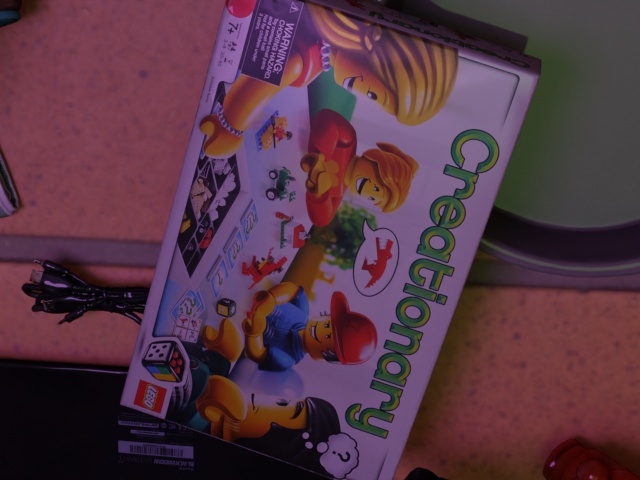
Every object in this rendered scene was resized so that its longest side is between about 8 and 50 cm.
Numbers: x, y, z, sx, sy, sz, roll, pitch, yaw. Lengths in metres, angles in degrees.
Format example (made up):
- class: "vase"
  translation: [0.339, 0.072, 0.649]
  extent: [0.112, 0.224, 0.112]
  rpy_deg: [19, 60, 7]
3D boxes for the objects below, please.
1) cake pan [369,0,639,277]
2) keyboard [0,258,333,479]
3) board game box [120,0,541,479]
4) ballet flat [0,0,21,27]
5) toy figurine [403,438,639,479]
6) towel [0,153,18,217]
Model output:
- class: "cake pan"
  translation: [0.175, -0.123, 0.818]
  extent: [0.293, 0.054, 0.293]
  rpy_deg: [2, 105, 6]
- class: "keyboard"
  translation: [-0.117, 0.111, 0.925]
  extent: [0.317, 0.033, 0.201]
  rpy_deg: [4, 111, 4]
- class: "board game box"
  translation: [0.000, 0.000, 0.821]
  extent: [0.193, 0.053, 0.305]
  rpy_deg: [18, 111, 4]
- class: "ballet flat"
  translation: [-0.339, -0.156, 0.847]
  extent: [0.280, 0.095, 0.096]
  rpy_deg: [-15, 93, 9]
- class: "toy figurine"
  translation: [0.147, 0.251, 0.835]
  extent: [0.209, 0.148, 0.213]
  rpy_deg: [-2, 106, -27]
- class: "towel"
  translation: [-0.302, -0.051, 0.904]
  extent: [0.152, 0.023, 0.113]
  rpy_deg: [-15, 102, 10]
